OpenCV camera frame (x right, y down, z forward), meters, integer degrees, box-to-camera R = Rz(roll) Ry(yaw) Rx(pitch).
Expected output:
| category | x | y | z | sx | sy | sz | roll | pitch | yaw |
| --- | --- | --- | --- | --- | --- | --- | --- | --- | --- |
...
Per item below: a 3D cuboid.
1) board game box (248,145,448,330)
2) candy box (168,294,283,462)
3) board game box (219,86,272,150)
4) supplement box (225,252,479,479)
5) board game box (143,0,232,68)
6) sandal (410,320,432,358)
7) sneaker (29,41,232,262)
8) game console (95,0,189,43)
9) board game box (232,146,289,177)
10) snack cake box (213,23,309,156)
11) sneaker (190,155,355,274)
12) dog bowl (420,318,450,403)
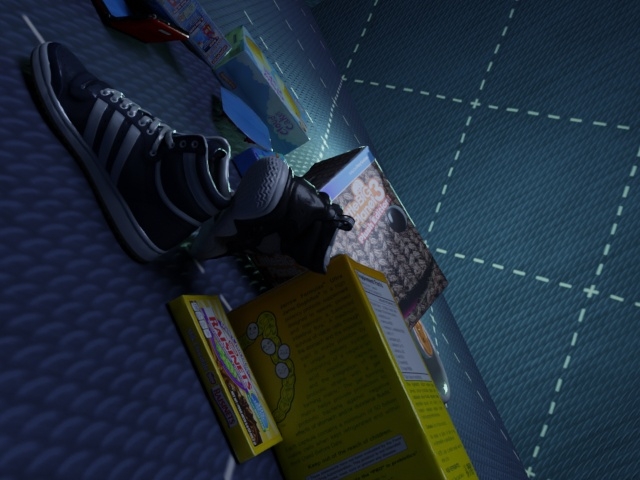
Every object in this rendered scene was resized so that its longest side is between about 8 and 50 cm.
| category | x | y | z | sx | sy | sz | roll | pitch | yaw |
| --- | --- | --- | --- | --- | --- | --- | --- | --- | --- |
| board game box | 0.043 | 0.032 | 1.311 | 0.232 | 0.141 | 0.291 | -46 | 111 | -35 |
| candy box | -0.113 | 0.161 | 0.949 | 0.205 | 0.027 | 0.105 | 64 | 10 | 10 |
| board game box | -0.157 | -0.229 | 1.543 | 0.133 | 0.033 | 0.168 | 39 | 20 | -30 |
| supplement box | 0.048 | 0.226 | 1.052 | 0.356 | 0.195 | 0.194 | 66 | 14 | 19 |
| board game box | -0.256 | -0.404 | 1.400 | 0.194 | 0.060 | 0.194 | 37 | -7 | 48 |
| sandal | 0.193 | 0.116 | 1.635 | 0.265 | 0.076 | 0.102 | 65 | 14 | 16 |
| sneaker | -0.209 | -0.130 | 0.909 | 0.282 | 0.153 | 0.099 | 61 | 13 | -2 |
| game console | -0.295 | -0.375 | 1.262 | 0.144 | 0.124 | 0.085 | -12 | 100 | -76 |
| board game box | -0.086 | -0.099 | 1.541 | 0.160 | 0.047 | 0.210 | 62 | 12 | 3 |
| snack cake box | -0.133 | -0.335 | 1.762 | 0.264 | 0.089 | 0.152 | 52 | 15 | -34 |
| sneaker | -0.064 | -0.007 | 1.000 | 0.153 | 0.269 | 0.101 | 28 | 64 | -18 |
| dog bowl | 0.168 | 0.229 | 1.696 | 0.348 | 0.102 | 0.348 | 56 | 13 | -21 |
